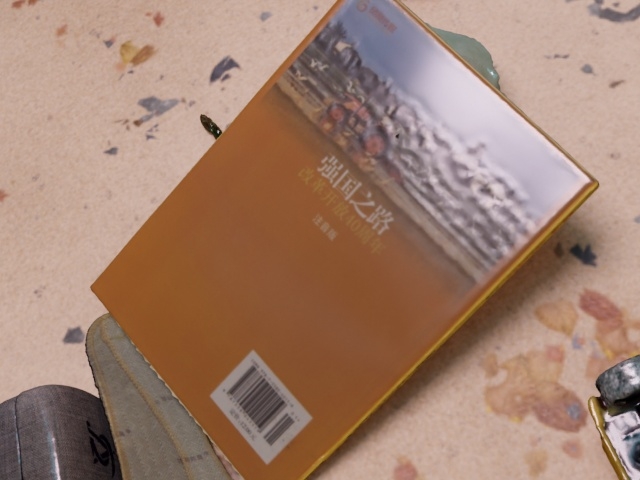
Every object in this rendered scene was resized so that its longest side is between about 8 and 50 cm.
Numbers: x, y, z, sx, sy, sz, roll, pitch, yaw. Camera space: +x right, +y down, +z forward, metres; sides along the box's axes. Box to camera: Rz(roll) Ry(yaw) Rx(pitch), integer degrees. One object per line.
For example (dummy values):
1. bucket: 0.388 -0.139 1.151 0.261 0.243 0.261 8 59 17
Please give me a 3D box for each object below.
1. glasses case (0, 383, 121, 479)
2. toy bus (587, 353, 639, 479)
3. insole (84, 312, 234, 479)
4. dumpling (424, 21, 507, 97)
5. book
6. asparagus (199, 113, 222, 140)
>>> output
1. glasses case: -0.185 0.274 0.720 0.074 0.131 0.323 -21 62 9
2. toy bus: 0.359 0.095 0.640 0.335 0.123 0.121 -25 63 5
3. insole: -0.113 0.195 0.764 0.119 0.009 0.348 -5 51 -33
4. dumpling: 0.057 -0.112 0.840 0.216 0.105 0.149 -30 50 8
5. book: 0.000 0.000 0.766 0.374 0.028 0.262 -47 71 12
6. asparagus: -0.080 -0.076 0.912 0.016 0.016 0.163 -46 61 15
